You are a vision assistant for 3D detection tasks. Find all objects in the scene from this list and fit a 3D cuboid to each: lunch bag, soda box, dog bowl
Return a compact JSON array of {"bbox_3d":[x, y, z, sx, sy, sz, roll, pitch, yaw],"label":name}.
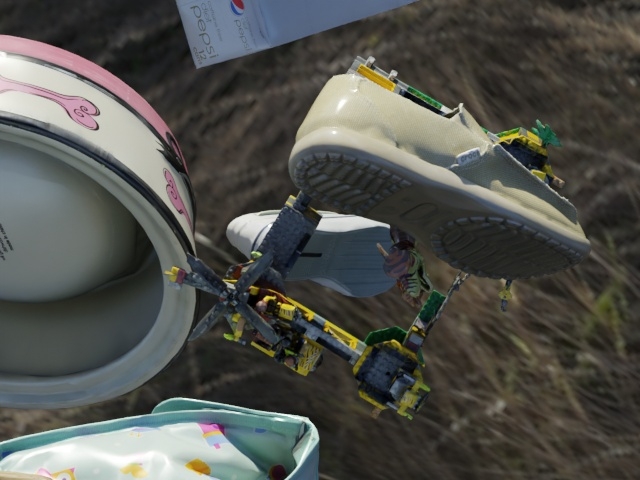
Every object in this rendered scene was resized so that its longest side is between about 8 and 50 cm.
[{"bbox_3d":[-0.122,0.252,1.503,0.160,0.262,0.223,45,140,48],"label":"lunch bag"},{"bbox_3d":[0.014,-0.166,1.157,0.074,0.216,0.069,-9,101,48],"label":"soda box"},{"bbox_3d":[-0.303,-0.023,1.821,0.408,0.408,0.150,-11,44,21],"label":"dog bowl"}]

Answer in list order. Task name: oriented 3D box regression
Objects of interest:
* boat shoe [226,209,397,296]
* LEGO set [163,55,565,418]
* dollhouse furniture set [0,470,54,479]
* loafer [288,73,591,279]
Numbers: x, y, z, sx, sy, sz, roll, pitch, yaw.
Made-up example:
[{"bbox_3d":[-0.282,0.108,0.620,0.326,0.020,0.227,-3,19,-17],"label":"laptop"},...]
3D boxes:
[{"bbox_3d":[0.000,0.000,1.872,0.076,0.226,0.083,32,100,35],"label":"boat shoe"},{"bbox_3d":[0.050,0.000,1.647,0.255,0.192,0.331,39,101,-3],"label":"LEGO set"},{"bbox_3d":[-0.218,0.227,1.007,0.161,0.212,0.242,0,80,31],"label":"dollhouse furniture set"},{"bbox_3d":[0.096,-0.048,1.394,0.102,0.268,0.092,-21,55,44],"label":"loafer"}]
